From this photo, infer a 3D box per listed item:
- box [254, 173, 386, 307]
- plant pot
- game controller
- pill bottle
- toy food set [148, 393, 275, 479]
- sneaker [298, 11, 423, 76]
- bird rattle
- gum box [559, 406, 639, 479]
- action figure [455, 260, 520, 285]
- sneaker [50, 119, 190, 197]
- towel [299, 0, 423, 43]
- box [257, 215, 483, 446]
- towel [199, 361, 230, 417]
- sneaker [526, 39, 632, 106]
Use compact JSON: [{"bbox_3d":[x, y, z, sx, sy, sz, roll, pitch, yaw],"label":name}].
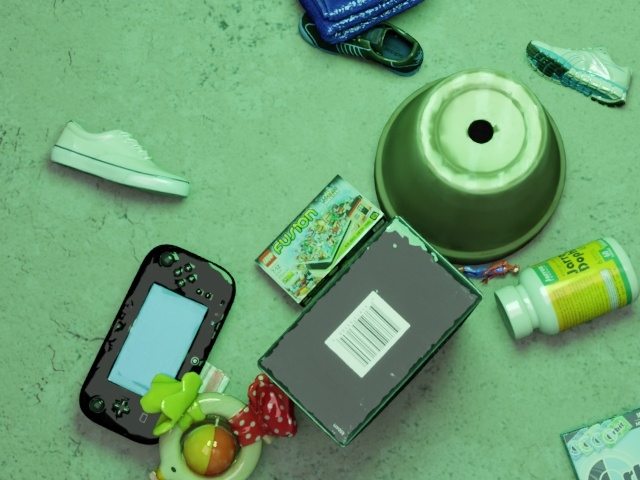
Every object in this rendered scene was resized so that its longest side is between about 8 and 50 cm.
[{"bbox_3d":[0.000,0.000,1.627,0.114,0.036,0.207,42,86,20],"label":"box"},{"bbox_3d":[0.240,-0.136,1.519,0.323,0.280,0.323,-1,82,5],"label":"plant pot"},{"bbox_3d":[-0.266,0.170,1.590,0.166,0.067,0.319,24,85,10],"label":"game controller"},{"bbox_3d":[0.393,0.082,1.554,0.208,0.117,0.117,-22,80,1],"label":"pill bottle"},{"bbox_3d":[-0.181,0.355,1.585,0.132,0.038,0.192,45,78,-1],"label":"toy food set"},{"bbox_3d":[0.069,-0.354,1.659,0.232,0.090,0.081,20,83,7],"label":"sneaker"},{"bbox_3d":[-0.163,0.302,1.536,0.254,0.143,0.207,13,94,-22],"label":"bird rattle"},{"bbox_3d":[0.491,0.373,1.541,0.157,0.041,0.184,-19,81,1],"label":"gum box"},{"bbox_3d":[0.275,0.054,1.609,0.115,0.038,0.030,-9,59,4],"label":"action figure"},{"bbox_3d":[-0.339,-0.142,1.655,0.258,0.094,0.091,18,88,7],"label":"sneaker"},{"bbox_3d":[0.041,-0.496,1.646,0.228,0.076,0.308,-28,62,0],"label":"towel"},{"bbox_3d":[0.079,0.144,1.479,0.183,0.294,0.296,44,87,7],"label":"box"},{"bbox_3d":[-0.268,0.244,1.627,0.197,0.029,0.144,28,84,11],"label":"towel"},{"bbox_3d":[0.443,-0.302,1.641,0.191,0.071,0.083,27,78,-1],"label":"sneaker"}]
